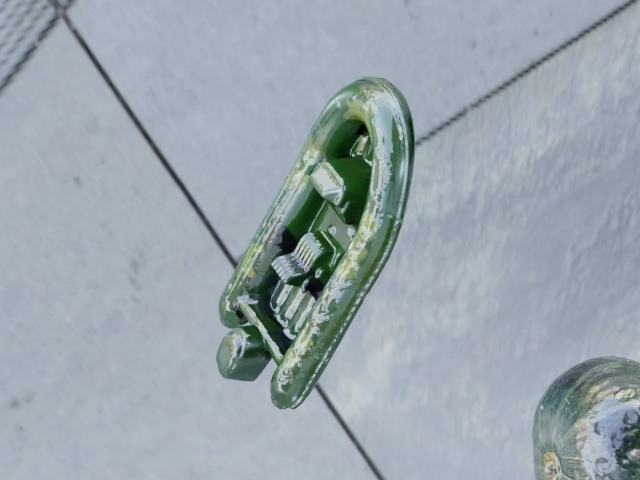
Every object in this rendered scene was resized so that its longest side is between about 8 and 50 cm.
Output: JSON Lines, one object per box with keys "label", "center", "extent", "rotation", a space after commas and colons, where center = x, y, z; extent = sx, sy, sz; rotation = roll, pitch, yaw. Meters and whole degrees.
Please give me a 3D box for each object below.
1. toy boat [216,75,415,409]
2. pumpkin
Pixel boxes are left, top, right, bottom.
{"label": "toy boat", "center": [0.000, 0.000, 0.900], "extent": [0.210, 0.052, 0.104], "rotation": [-61, 41, 27]}
{"label": "pumpkin", "center": [0.278, 0.205, 1.476], "extent": [0.146, 0.190, 0.190], "rotation": [11, 73, -20]}
